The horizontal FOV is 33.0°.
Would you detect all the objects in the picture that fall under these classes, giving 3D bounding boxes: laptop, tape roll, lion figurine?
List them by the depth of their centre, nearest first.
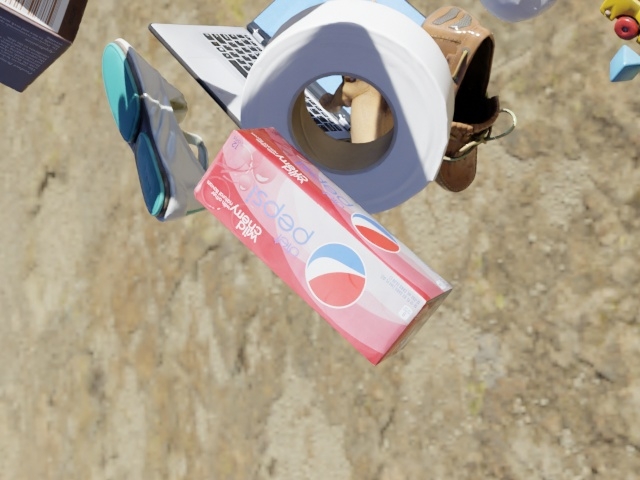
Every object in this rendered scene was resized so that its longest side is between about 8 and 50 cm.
[{"bbox_3d":[0.039,-0.176,1.463,0.100,0.286,0.286,-70,1,-58],"label":"tape roll"},{"bbox_3d":[0.083,-0.185,1.799,0.240,0.142,0.392,153,109,-70],"label":"lion figurine"},{"bbox_3d":[-0.037,-0.389,2.069,0.382,0.408,0.236,47,125,28],"label":"laptop"}]

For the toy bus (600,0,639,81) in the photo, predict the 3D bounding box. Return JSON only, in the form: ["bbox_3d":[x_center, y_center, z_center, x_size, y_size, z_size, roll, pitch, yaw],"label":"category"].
[{"bbox_3d":[0.408,-0.239,1.157,0.104,0.202,0.191,121,146,-55],"label":"toy bus"}]

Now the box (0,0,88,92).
[{"bbox_3d":[-0.467,-0.362,1.640,0.203,0.168,0.167,-23,49,49],"label":"box"}]

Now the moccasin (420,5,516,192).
[{"bbox_3d":[0.250,-0.226,1.873,0.147,0.139,0.380,35,144,31],"label":"moccasin"}]

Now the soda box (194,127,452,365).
[{"bbox_3d":[0.000,0.000,1.087,0.263,0.083,0.092,42,112,14],"label":"soda box"}]

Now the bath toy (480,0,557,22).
[{"bbox_3d":[0.208,-0.433,1.339,0.151,0.129,0.348,-18,65,24],"label":"bath toy"}]

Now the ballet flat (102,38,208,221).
[{"bbox_3d":[-0.283,-0.196,1.923,0.139,0.139,0.400,-58,45,43],"label":"ballet flat"}]
